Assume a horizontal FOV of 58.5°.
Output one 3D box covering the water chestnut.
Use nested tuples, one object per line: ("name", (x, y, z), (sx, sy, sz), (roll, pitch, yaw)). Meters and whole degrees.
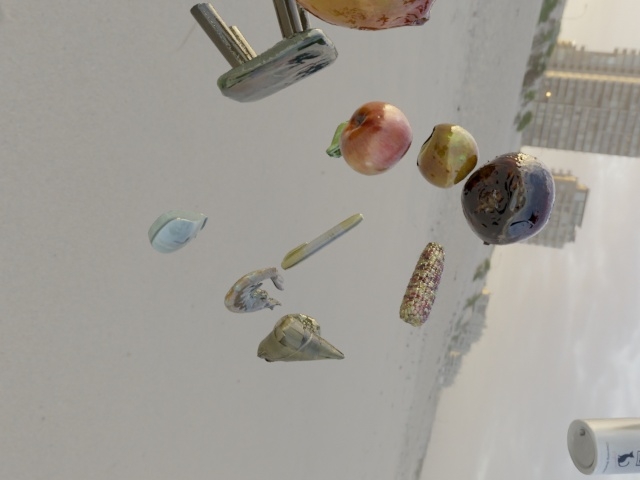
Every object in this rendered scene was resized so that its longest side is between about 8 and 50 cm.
("water chestnut", (0.681, -0.137, 2.053), (0.302, 0.350, 0.350), (16, 80, -37))

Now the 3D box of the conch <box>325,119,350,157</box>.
("conch", (0.091, -0.375, 2.078), (0.201, 0.079, 0.095), (-56, 138, -11))

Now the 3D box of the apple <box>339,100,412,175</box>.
("apple", (0.146, -0.281, 1.583), (0.164, 0.209, 0.209), (32, 61, -35))

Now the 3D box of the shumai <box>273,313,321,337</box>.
("shumai", (-0.099, 0.387, 2.269), (0.120, 0.201, 0.201), (101, 5, -54))

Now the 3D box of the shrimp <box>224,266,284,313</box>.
("shrimp", (-0.152, 0.120, 1.448), (0.145, 0.059, 0.254), (-56, 153, 15))

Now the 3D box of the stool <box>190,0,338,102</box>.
("stool", (-0.140, -0.531, 1.510), (0.310, 0.310, 0.226), (-26, 93, -78))

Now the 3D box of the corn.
("corn", (0.324, 0.133, 1.792), (0.098, 0.098, 0.290), (81, 28, -56))

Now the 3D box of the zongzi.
("zongzi", (-0.053, 0.272, 1.402), (0.160, 0.176, 0.078), (-43, -159, 45))

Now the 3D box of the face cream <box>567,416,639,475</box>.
("face cream", (0.875, 0.550, 1.546), (0.145, 0.369, 0.145), (180, -90, -83))

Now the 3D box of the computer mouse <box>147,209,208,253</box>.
("computer mouse", (-0.386, -0.020, 1.581), (0.128, 0.079, 0.231), (-46, 168, 14))

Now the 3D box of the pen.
("pen", (0.000, 0.000, 1.351), (0.040, 0.233, 0.032), (53, 14, -14))

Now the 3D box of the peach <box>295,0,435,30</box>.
("peach", (0.088, -0.549, 1.003), (0.290, 0.372, 0.373), (134, -31, -74))

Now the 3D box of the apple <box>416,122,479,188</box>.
("apple", (0.456, -0.311, 2.086), (0.237, 0.207, 0.237), (-47, -176, 4))
